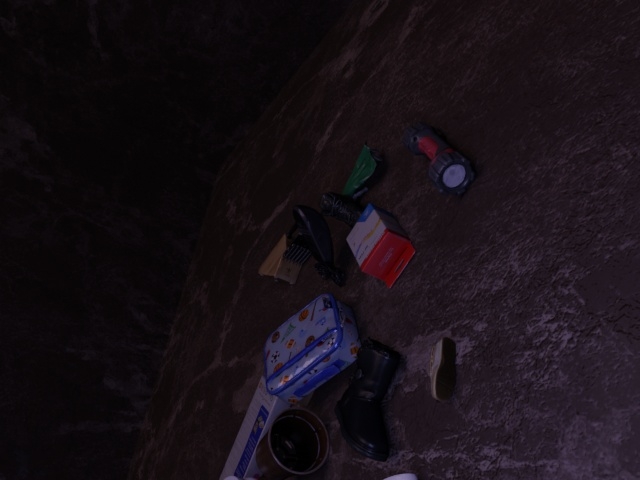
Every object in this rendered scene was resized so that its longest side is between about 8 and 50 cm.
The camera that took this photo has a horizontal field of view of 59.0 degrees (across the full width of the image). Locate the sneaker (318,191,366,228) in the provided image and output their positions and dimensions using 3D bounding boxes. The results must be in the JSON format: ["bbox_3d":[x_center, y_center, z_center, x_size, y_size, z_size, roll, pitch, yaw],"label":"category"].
[{"bbox_3d":[0.074,-0.082,1.720,0.227,0.130,0.087,47,122,48],"label":"sneaker"}]

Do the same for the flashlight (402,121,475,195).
[{"bbox_3d":[0.288,-0.218,1.450,0.103,0.103,0.304,-61,24,20],"label":"flashlight"}]

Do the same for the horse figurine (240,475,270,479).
[{"bbox_3d":[-0.202,0.701,1.503,0.066,0.263,0.174,-19,52,27],"label":"horse figurine"}]

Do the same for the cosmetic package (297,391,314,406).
[{"bbox_3d":[-0.040,0.414,1.638,0.115,0.041,0.060,-64,24,5],"label":"cosmetic package"}]

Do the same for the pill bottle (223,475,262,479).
[{"bbox_3d":[-0.155,0.662,1.410,0.119,0.208,0.119,-31,41,31],"label":"pill bottle"}]

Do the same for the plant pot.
[{"bbox_3d":[-0.086,0.545,1.479,0.165,0.167,0.167,127,155,-46],"label":"plant pot"}]

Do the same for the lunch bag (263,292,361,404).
[{"bbox_3d":[-0.025,0.298,1.562,0.303,0.115,0.243,-41,28,19],"label":"lunch bag"}]

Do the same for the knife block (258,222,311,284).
[{"bbox_3d":[-0.115,0.035,2.108,0.276,0.088,0.242,-1,66,66],"label":"knife block"}]

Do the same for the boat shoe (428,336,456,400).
[{"bbox_3d":[0.245,0.265,1.152,0.045,0.050,0.135,-42,23,51],"label":"boat shoe"}]

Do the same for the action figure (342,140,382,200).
[{"bbox_3d":[0.123,-0.191,1.834,0.137,0.063,0.232,-97,31,-49],"label":"action figure"}]

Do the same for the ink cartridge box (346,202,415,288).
[{"bbox_3d":[0.160,0.011,1.538,0.134,0.078,0.231,-58,24,19],"label":"ink cartridge box"}]

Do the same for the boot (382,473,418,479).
[{"bbox_3d":[0.138,0.530,1.118,0.190,0.069,0.086,124,149,-42],"label":"boot"}]

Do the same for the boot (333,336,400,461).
[{"bbox_3d":[0.119,0.348,1.282,0.246,0.094,0.207,-138,69,-73],"label":"boot"}]

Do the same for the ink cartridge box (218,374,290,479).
[{"bbox_3d":[-0.205,0.625,1.769,0.371,0.069,0.176,-66,23,-4],"label":"ink cartridge box"}]

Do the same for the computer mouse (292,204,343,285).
[{"bbox_3d":[0.000,0.000,1.754,0.072,0.272,0.188,-29,19,-14],"label":"computer mouse"}]
